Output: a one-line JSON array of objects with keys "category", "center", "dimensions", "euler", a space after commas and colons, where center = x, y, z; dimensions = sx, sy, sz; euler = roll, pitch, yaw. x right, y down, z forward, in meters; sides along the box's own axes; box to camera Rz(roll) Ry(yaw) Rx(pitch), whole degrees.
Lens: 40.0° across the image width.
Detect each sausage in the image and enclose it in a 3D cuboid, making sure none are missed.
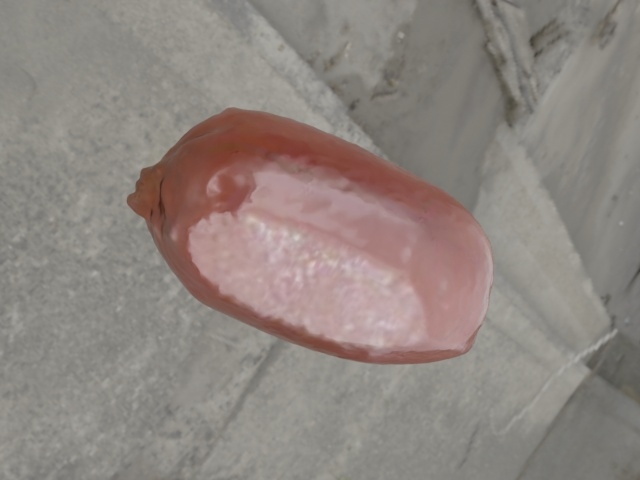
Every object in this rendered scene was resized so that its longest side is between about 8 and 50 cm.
[{"category": "sausage", "center": [0.000, 0.000, 0.585], "dimensions": [0.148, 0.254, 0.148], "euler": [-159, -90, -87]}]
